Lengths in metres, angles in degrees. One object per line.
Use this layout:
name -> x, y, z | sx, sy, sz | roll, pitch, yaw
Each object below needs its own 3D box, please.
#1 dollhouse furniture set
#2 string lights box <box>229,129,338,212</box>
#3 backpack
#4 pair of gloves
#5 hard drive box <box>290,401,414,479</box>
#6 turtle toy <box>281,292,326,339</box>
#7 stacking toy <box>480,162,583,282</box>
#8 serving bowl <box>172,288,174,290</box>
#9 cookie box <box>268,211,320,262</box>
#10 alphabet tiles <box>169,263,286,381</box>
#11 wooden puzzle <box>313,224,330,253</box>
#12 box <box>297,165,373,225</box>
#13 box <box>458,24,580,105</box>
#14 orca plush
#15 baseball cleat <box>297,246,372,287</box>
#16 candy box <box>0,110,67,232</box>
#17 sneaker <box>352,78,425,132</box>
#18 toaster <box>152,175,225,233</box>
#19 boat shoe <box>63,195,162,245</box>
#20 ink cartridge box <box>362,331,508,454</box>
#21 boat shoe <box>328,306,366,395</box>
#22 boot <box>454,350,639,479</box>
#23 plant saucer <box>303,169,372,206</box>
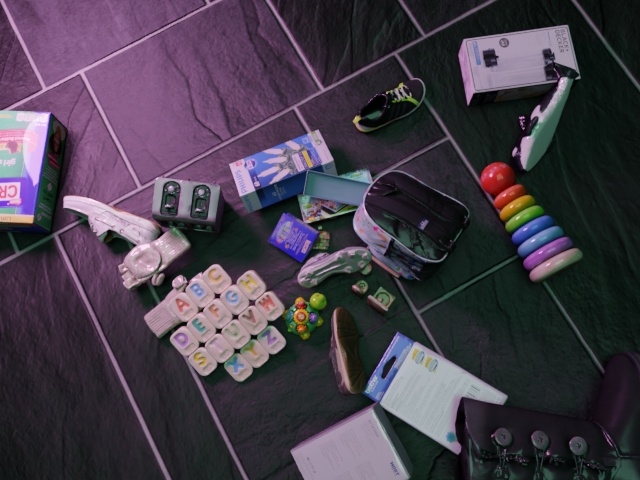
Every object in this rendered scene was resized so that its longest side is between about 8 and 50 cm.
dollhouse furniture set -> 0.151, 0.085, 1.552 | 0.144, 0.123, 0.151 | 36, 81, 10
string lights box -> -0.098, -0.184, 1.627 | 0.260, 0.076, 0.133 | -22, 52, -3
backpack -> 0.214, -0.043, 1.532 | 0.253, 0.191, 0.225 | 35, 58, 3
pair of gloves -> -0.400, 0.106, 1.577 | 0.204, 0.042, 0.240 | -31, 85, 3
hard drive box -> 0.076, 0.521, 1.448 | 0.232, 0.089, 0.181 | -30, 78, 11
turtle toy -> -0.037, 0.188, 1.567 | 0.130, 0.066, 0.095 | -44, 79, -7
stacking toy -> 0.526, -0.062, 1.568 | 0.141, 0.141, 0.330 | -26, 73, -3
serving bowl -> -0.355, 0.158, 1.607 | 0.083, 0.027, 0.083 | 0, 88, 5
cookie box -> -0.068, -0.009, 1.610 | 0.107, 0.040, 0.092 | 33, 107, 10
alphabet tiles -> -0.235, 0.212, 1.546 | 0.284, 0.021, 0.278 | -40, 94, 6
wooden puzzle -> 0.000, 0.000, 1.639 | 0.049, 0.006, 0.083 | 5, 78, 4
box -> 0.044, -0.118, 1.648 | 0.207, 0.036, 0.114 | -16, 77, -1
box -> 0.542, -0.481, 1.678 | 0.290, 0.087, 0.169 | -6, 77, 1
orca plush -> 0.569, -0.331, 1.626 | 0.102, 0.151, 0.287 | 31, 116, 42
baseball cleat -> 0.033, 0.050, 1.563 | 0.206, 0.109, 0.072 | -20, 115, 14
candy box -> -0.864, -0.187, 1.665 | 0.268, 0.122, 0.317 | 2, 79, 3
sneaker -> 0.193, -0.372, 1.666 | 0.235, 0.097, 0.084 | -36, 78, -5
toaster -> -0.343, -0.090, 1.598 | 0.168, 0.185, 0.110 | 8, 80, -3
boat shoe -> -0.570, -0.041, 1.630 | 0.277, 0.098, 0.096 | 19, 78, 6
ink cartridge box -> 0.279, 0.384, 1.511 | 0.311, 0.065, 0.185 | 31, 81, 7
boat shoe -> 0.054, 0.281, 1.538 | 0.073, 0.080, 0.223 | -33, 57, 37
boot -> 0.538, 0.416, 1.417 | 0.445, 0.146, 0.367 | 3, 55, 6
plant saucer -> 0.049, -0.131, 1.585 | 0.192, 0.018, 0.067 | 10, 87, -18
